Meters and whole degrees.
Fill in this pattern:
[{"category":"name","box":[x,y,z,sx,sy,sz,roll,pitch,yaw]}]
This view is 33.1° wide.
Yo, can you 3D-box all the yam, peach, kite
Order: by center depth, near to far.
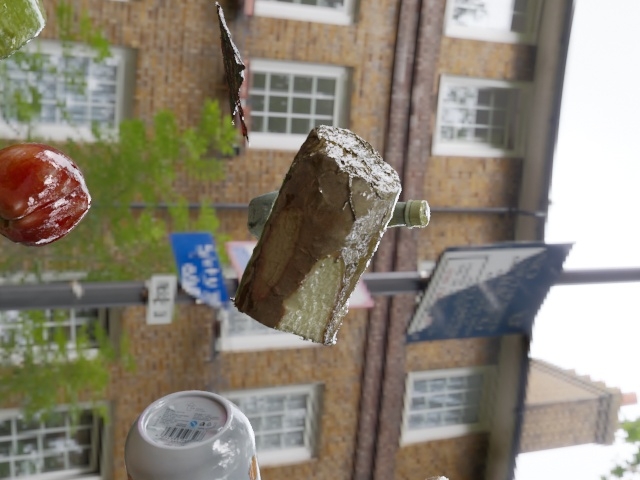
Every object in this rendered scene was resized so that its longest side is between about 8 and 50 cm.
[{"category":"peach","box":[-0.260,-0.046,0.977,0.101,0.101,0.100,2,-88,59]},{"category":"yam","box":[-0.001,-0.001,1.230,0.128,0.129,0.238,36,-68,29]},{"category":"kite","box":[-0.109,-0.206,1.347,0.232,0.009,0.189,141,-64,-81]}]

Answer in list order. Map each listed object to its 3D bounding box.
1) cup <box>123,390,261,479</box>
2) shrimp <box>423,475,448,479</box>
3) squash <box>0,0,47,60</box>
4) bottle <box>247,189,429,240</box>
[{"category":"cup","box":[-0.195,0.409,1.707,0.212,0.212,0.317,40,-39,52]},{"category":"shrimp","box":[0.096,0.459,1.713,0.164,0.317,0.062,-41,-100,38]},{"category":"squash","box":[-0.263,-0.185,0.813,0.184,0.085,0.192,104,12,-45]},{"category":"bottle","box":[0.025,-0.036,1.533,0.270,0.083,0.083,-2,-92,27]}]
